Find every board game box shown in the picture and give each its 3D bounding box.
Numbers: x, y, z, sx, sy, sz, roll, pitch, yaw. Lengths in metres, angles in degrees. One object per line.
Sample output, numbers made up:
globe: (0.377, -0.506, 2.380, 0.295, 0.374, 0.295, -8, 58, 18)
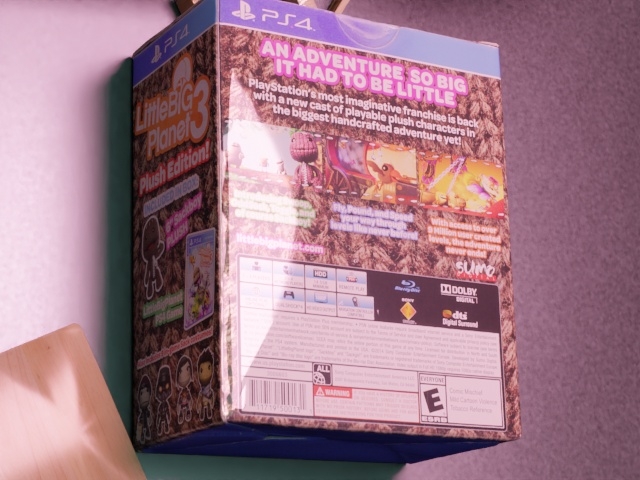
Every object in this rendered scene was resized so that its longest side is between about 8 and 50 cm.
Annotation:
board game box: (0.000, 0.000, 1.132, 0.232, 0.141, 0.291, 8, 72, -30)

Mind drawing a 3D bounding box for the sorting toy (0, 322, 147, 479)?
sorting toy: (-0.188, 0.147, 1.032, 0.132, 0.046, 0.274, -23, 89, -34)

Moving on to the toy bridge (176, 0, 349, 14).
toy bridge: (-0.019, -0.185, 1.242, 0.188, 0.026, 0.063, -26, 93, -34)
